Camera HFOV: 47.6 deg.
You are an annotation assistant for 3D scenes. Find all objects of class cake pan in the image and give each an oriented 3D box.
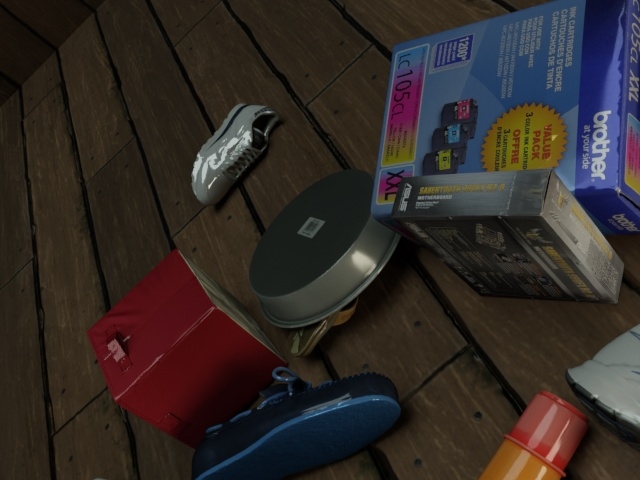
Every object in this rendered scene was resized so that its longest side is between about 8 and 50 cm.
[{"bbox_3d":[0.000,0.000,1.121,0.293,0.054,0.293,-32,31,22],"label":"cake pan"}]

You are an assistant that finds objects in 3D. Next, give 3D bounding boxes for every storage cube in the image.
[{"bbox_3d":[-0.204,0.165,1.108,0.193,0.215,0.184,-44,40,-2],"label":"storage cube"}]

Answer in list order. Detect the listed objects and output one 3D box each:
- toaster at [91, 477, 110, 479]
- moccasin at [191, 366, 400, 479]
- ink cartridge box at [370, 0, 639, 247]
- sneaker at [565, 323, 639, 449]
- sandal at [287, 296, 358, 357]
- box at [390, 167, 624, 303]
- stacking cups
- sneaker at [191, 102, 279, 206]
[{"bbox_3d":[-0.282,0.433,1.035,0.227,0.129,0.146,-6,54,40],"label":"toaster"},{"bbox_3d":[-0.054,0.238,0.974,0.342,0.138,0.116,-27,41,23],"label":"moccasin"},{"bbox_3d":[0.276,-0.147,0.921,0.396,0.151,0.269,-4,71,39],"label":"ink cartridge box"},{"bbox_3d":[0.371,0.172,0.673,0.129,0.111,0.297,-45,42,-3],"label":"sneaker"},{"bbox_3d":[0.021,0.103,1.075,0.180,0.049,0.072,-53,30,-1],"label":"sandal"},{"bbox_3d":[0.219,0.000,0.836,0.183,0.231,0.056,-1,64,42],"label":"box"},{"bbox_3d":[0.171,0.303,0.767,0.096,0.096,0.316,22,73,48],"label":"stacking cups"},{"bbox_3d":[-0.168,-0.170,1.425,0.095,0.090,0.235,16,73,37],"label":"sneaker"}]
